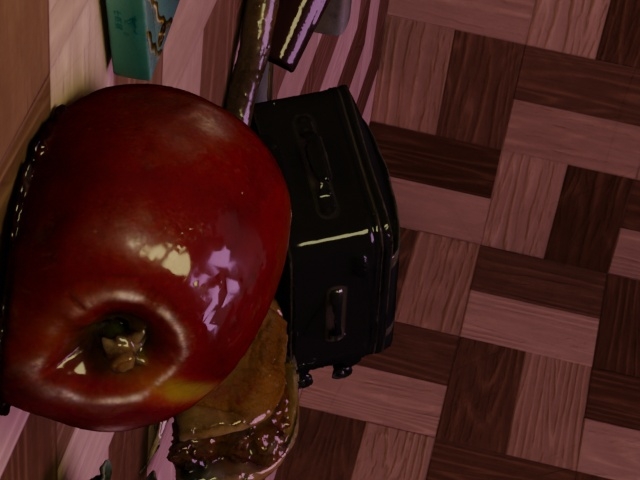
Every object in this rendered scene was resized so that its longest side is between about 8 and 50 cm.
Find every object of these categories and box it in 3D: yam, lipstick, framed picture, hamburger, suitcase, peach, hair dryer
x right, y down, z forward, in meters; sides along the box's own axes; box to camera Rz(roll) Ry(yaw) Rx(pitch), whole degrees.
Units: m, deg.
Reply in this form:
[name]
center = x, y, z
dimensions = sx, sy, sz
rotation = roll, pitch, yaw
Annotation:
[yam]
center = -0.095, -0.181, 2.197
dimensions = 0.045, 0.045, 0.326
rotation = -5, 109, -61
[lipstick]
center = 0.014, -0.413, 2.586
dimensions = 0.253, 0.077, 0.079
rotation = 96, 8, -54
[framed picture]
center = -0.093, -0.164, 2.446
dimensions = 0.136, 0.010, 0.201
rotation = 94, 10, -55
[hamburger]
center = -0.113, 0.193, 2.272
dimensions = 0.282, 0.245, 0.155
rotation = -31, 146, -33
[suitcase]
center = 0.000, 0.000, 2.428
dimensions = 0.434, 0.194, 0.283
rotation = 88, -12, -60
[peach]
center = -0.127, 0.009, 1.469
dimensions = 0.361, 0.201, 0.257
rotation = -67, 167, -64
[hair dryer]
center = -0.028, -0.400, 2.248
dimensions = 0.312, 0.123, 0.340
rotation = -66, 163, -5

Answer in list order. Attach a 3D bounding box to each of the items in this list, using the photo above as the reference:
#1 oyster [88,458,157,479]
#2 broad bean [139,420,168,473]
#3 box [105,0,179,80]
[oyster]
center = -0.205, 0.335, 1.802
dimensions = 0.351, 0.158, 0.162
rotation = 116, -2, -63
[broad bean]
center = -0.172, 0.113, 1.651
dimensions = 0.098, 0.056, 0.318
rotation = -58, -164, 5
[box]
center = -0.137, -0.276, 1.540
dimensions = 0.162, 0.041, 0.229
rotation = 93, 11, -60
